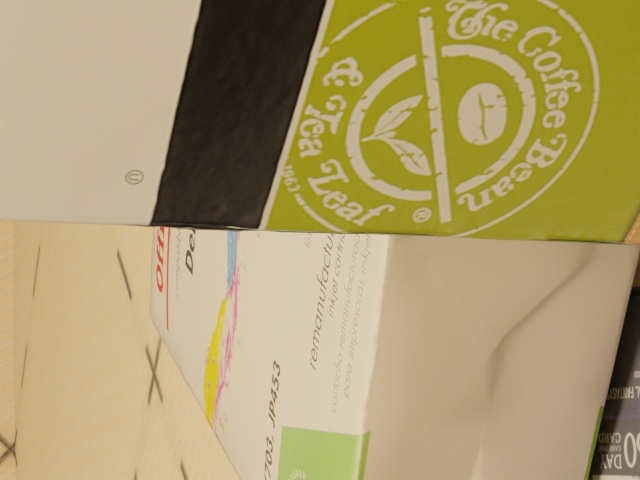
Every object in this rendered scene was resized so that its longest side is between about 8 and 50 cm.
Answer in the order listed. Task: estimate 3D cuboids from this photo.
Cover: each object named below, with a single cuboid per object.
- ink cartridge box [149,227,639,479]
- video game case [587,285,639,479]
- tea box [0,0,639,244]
[{"bbox_3d":[0.000,0.000,0.690,0.353,0.119,0.207,-130,41,-55],"label":"ink cartridge box"},{"bbox_3d":[0.145,0.153,0.542,0.196,0.026,0.274,158,113,-68],"label":"video game case"},{"bbox_3d":[0.038,-0.190,0.420,0.220,0.323,0.329,-110,28,-45],"label":"tea box"}]
